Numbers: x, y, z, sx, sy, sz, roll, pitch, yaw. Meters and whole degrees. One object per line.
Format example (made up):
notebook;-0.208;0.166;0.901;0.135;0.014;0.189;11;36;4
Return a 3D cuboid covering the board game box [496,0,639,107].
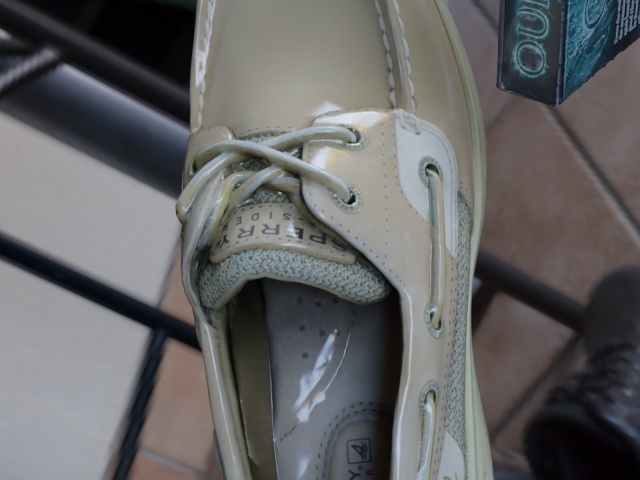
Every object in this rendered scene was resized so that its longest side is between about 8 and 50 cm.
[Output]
board game box;0.100;-0.150;0.498;0.026;0.186;0.126;22;41;30

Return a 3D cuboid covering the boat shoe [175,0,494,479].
boat shoe;0.000;0.000;0.570;0.109;0.098;0.302;-9;81;18
